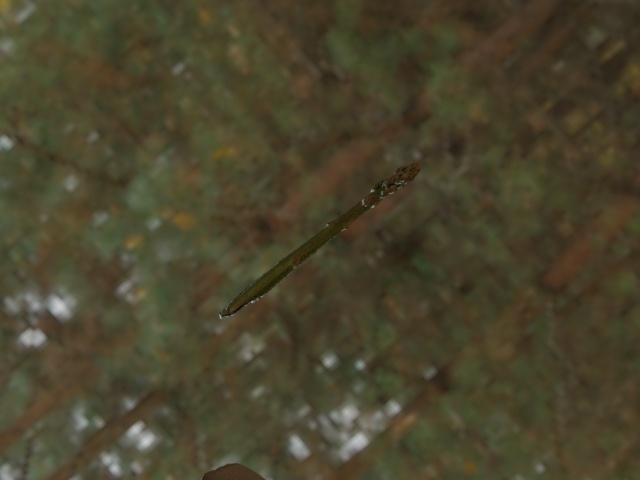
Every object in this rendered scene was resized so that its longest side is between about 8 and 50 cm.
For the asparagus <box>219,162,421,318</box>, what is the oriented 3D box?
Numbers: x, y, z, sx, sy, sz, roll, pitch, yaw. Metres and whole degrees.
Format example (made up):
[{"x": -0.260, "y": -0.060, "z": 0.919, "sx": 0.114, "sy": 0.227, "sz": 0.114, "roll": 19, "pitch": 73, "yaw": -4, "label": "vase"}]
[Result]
[{"x": 0.000, "y": 0.000, "z": 1.216, "sx": 0.016, "sy": 0.166, "sz": 0.013, "roll": 44, "pitch": 168, "yaw": 43, "label": "asparagus"}]

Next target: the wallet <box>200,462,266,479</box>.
[{"x": -0.007, "y": 0.197, "z": 1.225, "sx": 0.157, "sy": 0.018, "sz": 0.082, "roll": 33, "pitch": -167, "yaw": 16, "label": "wallet"}]
